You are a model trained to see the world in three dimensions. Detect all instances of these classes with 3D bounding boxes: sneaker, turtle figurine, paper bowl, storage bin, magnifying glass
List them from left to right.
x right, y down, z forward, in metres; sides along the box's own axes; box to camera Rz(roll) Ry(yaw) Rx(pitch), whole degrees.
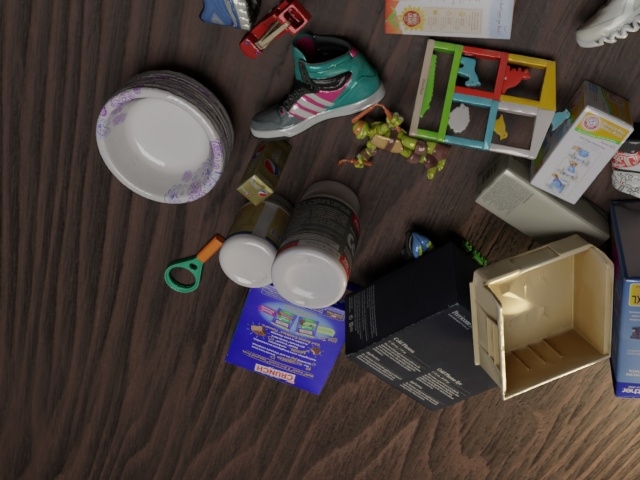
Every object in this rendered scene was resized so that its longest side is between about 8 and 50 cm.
[{"bbox_3d":[-0.326,-0.233,1.813,0.284,0.148,0.284,7,129,9],"label":"paper bowl"},{"bbox_3d":[-0.315,0.059,2.119,0.092,0.026,0.231,37,126,-15],"label":"magnifying glass"},{"bbox_3d":[-0.210,-0.544,1.553,0.147,0.129,0.330,1,128,11],"label":"sneaker"},{"bbox_3d":[-0.035,-0.317,1.685,0.296,0.123,0.178,-18,126,17],"label":"sneaker"},{"bbox_3d":[0.150,-0.202,1.758,0.217,0.087,0.269,22,152,-8],"label":"turtle figurine"},{"bbox_3d":[0.228,0.041,1.946,0.067,0.078,0.188,-27,141,-11],"label":"sneaker"},{"bbox_3d":[0.454,0.152,1.725,0.262,0.123,0.260,-18,123,-13],"label":"storage bin"},{"bbox_3d":[0.563,-0.448,1.456,0.292,0.110,0.118,-35,105,25],"label":"sneaker"},{"bbox_3d":[0.713,-0.148,1.656,0.270,0.090,0.145,5,129,15],"label":"sneaker"}]

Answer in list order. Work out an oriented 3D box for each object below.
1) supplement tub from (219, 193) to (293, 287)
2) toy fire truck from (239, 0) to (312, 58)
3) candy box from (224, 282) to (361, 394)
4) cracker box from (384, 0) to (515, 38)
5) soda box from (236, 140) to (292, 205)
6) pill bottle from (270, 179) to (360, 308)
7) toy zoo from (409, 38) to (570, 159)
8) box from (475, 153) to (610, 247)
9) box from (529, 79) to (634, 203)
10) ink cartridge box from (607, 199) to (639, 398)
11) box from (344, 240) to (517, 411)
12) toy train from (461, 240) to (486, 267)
[{"bbox_3d":[-0.138,-0.004,1.910,0.144,0.199,0.144,7,128,9],"label":"supplement tub"},{"bbox_3d":[-0.091,-0.408,1.623,0.192,0.135,0.047,-33,114,32],"label":"toy fire truck"},{"bbox_3d":[-0.074,0.215,2.118,0.268,0.122,0.317,20,128,-3],"label":"candy box"},{"bbox_3d":[0.235,-0.452,1.515,0.232,0.067,0.155,6,129,11],"label":"cracker box"},{"bbox_3d":[-0.119,-0.156,1.798,0.058,0.181,0.061,42,125,-18],"label":"soda box"},{"bbox_3d":[0.000,0.000,1.825,0.161,0.283,0.161,7,128,9],"label":"pill bottle"},{"bbox_3d":[0.333,-0.269,1.621,0.293,0.030,0.192,11,90,5],"label":"toy zoo"},{"bbox_3d":[0.468,-0.071,1.773,0.275,0.094,0.113,32,128,-12],"label":"box"},{"bbox_3d":[0.511,-0.193,1.652,0.103,0.114,0.203,25,130,-5],"label":"box"},{"bbox_3d":[0.689,0.148,1.773,0.151,0.270,0.395,-2,127,14],"label":"ink cartridge box"},{"bbox_3d":[0.282,0.211,1.940,0.313,0.178,0.343,-29,131,31],"label":"box"},{"bbox_3d":[0.353,0.032,1.928,0.017,0.023,0.083,-34,113,33],"label":"toy train"}]
